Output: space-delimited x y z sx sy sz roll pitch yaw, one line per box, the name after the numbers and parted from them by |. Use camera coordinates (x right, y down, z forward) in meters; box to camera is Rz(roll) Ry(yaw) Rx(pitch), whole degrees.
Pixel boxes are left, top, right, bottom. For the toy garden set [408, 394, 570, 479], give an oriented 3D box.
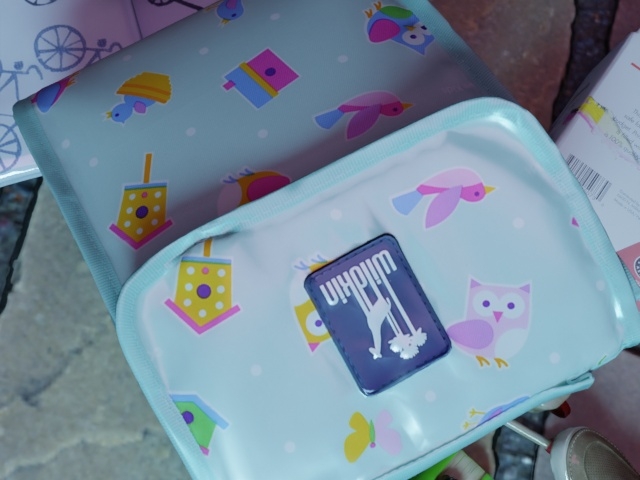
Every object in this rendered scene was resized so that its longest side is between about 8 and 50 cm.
0.065 0.111 0.603 0.244 0.049 0.204 43 72 2 | toy garden set

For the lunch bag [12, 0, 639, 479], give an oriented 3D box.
0.000 0.000 0.515 0.223 0.160 0.262 -27 57 -6 | lunch bag

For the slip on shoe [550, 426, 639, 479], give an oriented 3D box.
0.187 0.162 0.600 0.051 0.041 0.135 -40 100 -36 | slip on shoe

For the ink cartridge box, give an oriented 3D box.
0.206 -0.050 0.665 0.115 0.067 0.198 38 73 0 | ink cartridge box

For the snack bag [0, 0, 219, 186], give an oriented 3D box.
-0.139 -0.199 0.654 0.343 0.037 0.323 -14 78 -15 | snack bag
